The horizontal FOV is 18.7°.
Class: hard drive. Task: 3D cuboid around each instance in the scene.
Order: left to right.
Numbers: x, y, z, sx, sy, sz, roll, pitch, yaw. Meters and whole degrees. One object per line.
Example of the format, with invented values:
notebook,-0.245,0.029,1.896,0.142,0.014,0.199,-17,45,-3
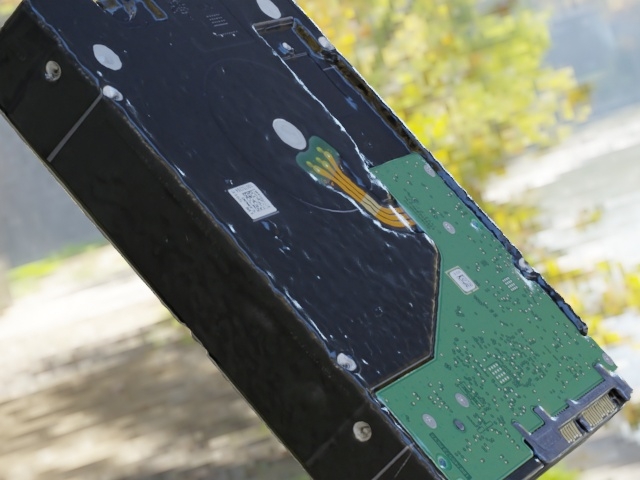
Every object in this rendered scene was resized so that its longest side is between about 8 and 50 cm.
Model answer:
hard drive,0.000,0.000,1.028,0.064,0.339,0.237,-48,-12,29
